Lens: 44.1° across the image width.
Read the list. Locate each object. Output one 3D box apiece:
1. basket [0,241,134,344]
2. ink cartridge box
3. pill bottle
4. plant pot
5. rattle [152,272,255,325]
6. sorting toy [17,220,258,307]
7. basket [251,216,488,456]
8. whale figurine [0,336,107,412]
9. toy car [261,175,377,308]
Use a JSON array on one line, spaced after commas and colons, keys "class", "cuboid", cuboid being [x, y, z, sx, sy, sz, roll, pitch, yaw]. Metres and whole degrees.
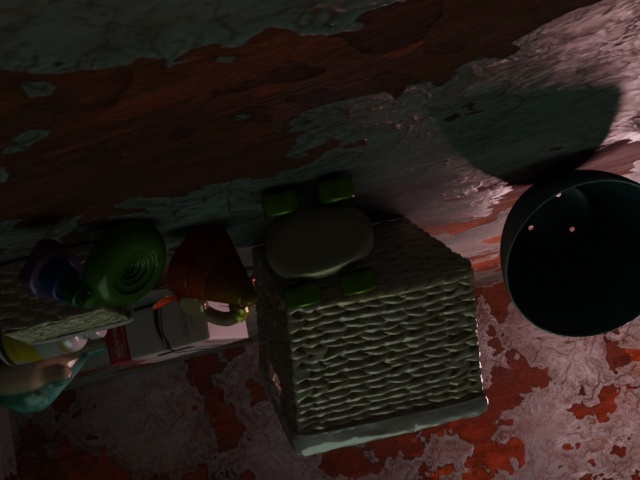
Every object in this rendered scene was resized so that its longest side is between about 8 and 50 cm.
[{"class": "basket", "cuboid": [-0.368, 0.077, 1.130, 0.167, 0.113, 0.103, -14, 168, 5]}, {"class": "ink cartridge box", "cuboid": [-0.334, 0.207, 1.854, 0.272, 0.114, 0.197, -18, 168, 20]}, {"class": "pill bottle", "cuboid": [-0.492, 0.162, 1.450, 0.184, 0.103, 0.103, -14, 170, 4]}, {"class": "plant pot", "cuboid": [0.440, -0.004, 1.386, 0.290, 0.290, 0.195, -14, -156, 2]}, {"class": "rattle", "cuboid": [-0.227, 0.090, 1.608, 0.199, 0.143, 0.130, -1, 143, 24]}, {"class": "sorting toy", "cuboid": [-0.208, 0.056, 1.049, 0.126, 0.127, 0.365, 32, -164, 31]}, {"class": "basket", "cuboid": [0.062, 0.144, 1.334, 0.331, 0.266, 0.328, -11, -162, -12]}, {"class": "whale figurine", "cuboid": [-0.619, 0.298, 1.825, 0.272, 0.141, 0.216, -25, -153, -34]}, {"class": "toy car", "cuboid": [0.000, 0.000, 1.124, 0.149, 0.155, 0.188, -13, -178, 2]}]
